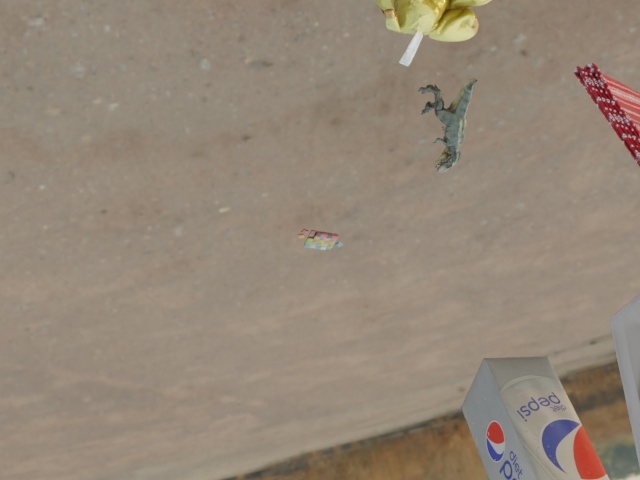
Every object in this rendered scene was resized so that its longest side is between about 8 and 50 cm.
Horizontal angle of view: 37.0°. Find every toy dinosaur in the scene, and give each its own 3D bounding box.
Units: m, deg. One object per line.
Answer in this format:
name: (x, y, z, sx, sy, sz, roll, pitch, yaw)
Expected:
toy dinosaur: (0.254, -0.258, 1.929, 0.064, 0.118, 0.268, -35, 153, -27)

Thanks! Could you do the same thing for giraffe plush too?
giraffe plush: (0.160, -0.409, 1.576, 0.210, 0.170, 0.181, -47, 131, 10)

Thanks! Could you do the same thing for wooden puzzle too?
wooden puzzle: (0.000, 0.000, 1.661, 0.083, 0.006, 0.049, 8, 147, -14)

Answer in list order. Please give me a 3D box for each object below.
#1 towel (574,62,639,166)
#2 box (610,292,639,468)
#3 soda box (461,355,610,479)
towel: (0.441, -0.105, 1.217, 0.031, 0.275, 0.198, -41, 151, 28)
box: (0.311, 0.134, 0.615, 0.126, 0.262, 0.231, -3, 159, -6)
soda box: (0.254, 0.266, 1.074, 0.091, 0.286, 0.098, 1, 131, -17)
